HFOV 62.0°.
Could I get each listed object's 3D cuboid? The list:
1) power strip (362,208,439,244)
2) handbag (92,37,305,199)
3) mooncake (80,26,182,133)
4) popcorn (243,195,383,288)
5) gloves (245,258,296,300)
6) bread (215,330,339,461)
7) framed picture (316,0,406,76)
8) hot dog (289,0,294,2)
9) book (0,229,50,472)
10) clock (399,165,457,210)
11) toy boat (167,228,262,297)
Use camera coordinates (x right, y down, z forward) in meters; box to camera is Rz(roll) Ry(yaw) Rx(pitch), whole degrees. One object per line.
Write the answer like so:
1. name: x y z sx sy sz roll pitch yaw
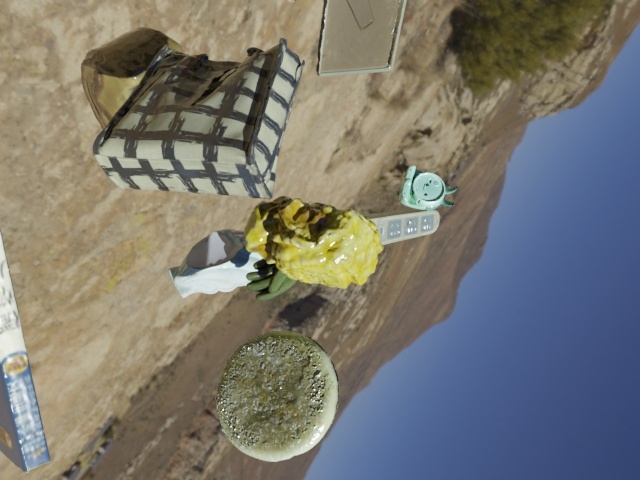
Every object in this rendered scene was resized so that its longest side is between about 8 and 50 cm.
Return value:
1. power strip: 0.207 -0.038 1.401 0.286 0.048 0.080 -10 113 -33
2. handbag: -0.221 -0.244 1.045 0.162 0.325 0.327 71 28 -58
3. mooncake: -0.562 -0.435 1.679 0.393 0.394 0.246 -1 -145 49
4. popcorn: 0.000 0.000 1.108 0.225 0.286 0.174 -17 -125 62
5. gloves: -0.086 0.045 1.352 0.268 0.107 0.135 -51 -163 12
6. bread: -0.092 0.309 1.078 0.267 0.267 0.040 -57 157 -7
7. framed picture: 0.090 -0.464 1.070 0.192 0.018 0.265 -13 133 -26
8. hot dog: -0.050 -0.586 1.108 0.099 0.053 0.192 52 49 -64
9. book: -0.442 0.045 0.667 0.039 0.300 0.428 -15 100 -43
10. clock: 0.270 -0.125 1.332 0.041 0.135 0.101 106 -1 -71
11. toy boat: -0.287 0.049 1.514 0.290 0.199 0.100 -29 148 -19
